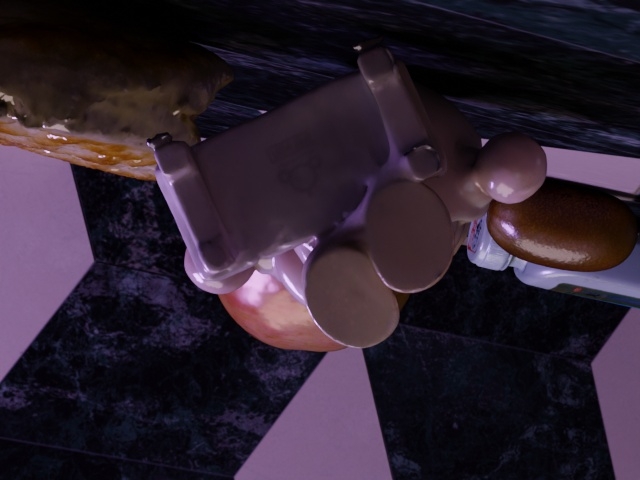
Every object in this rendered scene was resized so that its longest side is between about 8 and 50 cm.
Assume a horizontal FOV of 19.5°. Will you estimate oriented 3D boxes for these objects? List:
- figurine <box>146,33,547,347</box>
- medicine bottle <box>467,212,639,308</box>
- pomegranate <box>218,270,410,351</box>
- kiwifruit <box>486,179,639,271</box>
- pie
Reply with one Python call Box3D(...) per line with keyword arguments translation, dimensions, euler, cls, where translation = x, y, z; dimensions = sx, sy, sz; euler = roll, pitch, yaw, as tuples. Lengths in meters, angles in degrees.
Box3D(translation=(0.010, -0.026, 0.973), dimensions=(0.144, 0.182, 0.257), euler=(46, -175, 4), cls="figurine")
Box3D(translation=(0.256, 0.013, 1.755), dimensions=(0.229, 0.083, 0.121), euler=(13, -179, -9), cls="medicine bottle")
Box3D(translation=(-0.003, 0.003, 1.536), dimensions=(0.191, 0.191, 0.191), euler=(12, 179, 0), cls="pomegranate")
Box3D(translation=(0.195, -0.012, 1.497), dimensions=(0.124, 0.075, 0.075), euler=(8, 179, 0), cls="kiwifruit")
Box3D(translation=(-0.146, -0.088, 0.992), dimensions=(0.179, 0.084, 0.205), euler=(16, 180, -24), cls="pie")
